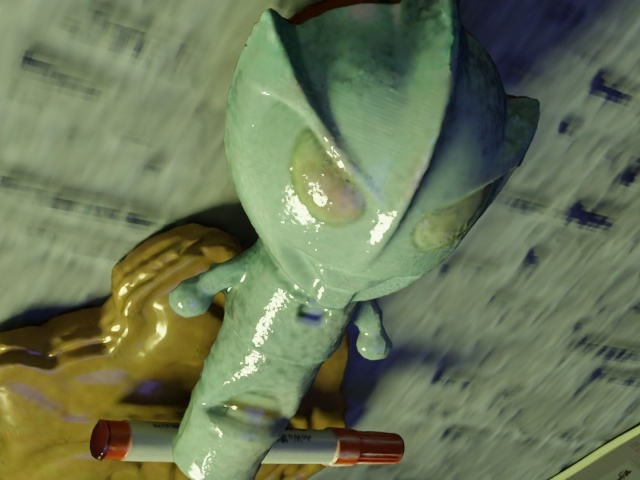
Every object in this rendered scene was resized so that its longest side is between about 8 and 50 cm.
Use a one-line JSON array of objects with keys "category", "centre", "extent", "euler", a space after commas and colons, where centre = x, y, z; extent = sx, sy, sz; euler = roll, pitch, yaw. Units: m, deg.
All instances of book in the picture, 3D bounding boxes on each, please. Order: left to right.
[{"category": "book", "centre": [0.272, 0.252, 0.977], "extent": [0.182, 0.014, 0.127], "euler": [-38, 135, 17]}]

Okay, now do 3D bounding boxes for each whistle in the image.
[{"category": "whistle", "centre": [0.001, -0.001, 0.518], "extent": [0.142, 0.133, 0.346], "euler": [-1, 131, -37]}]

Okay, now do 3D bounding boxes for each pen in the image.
[{"category": "pen", "centre": [-0.040, 0.138, 0.658], "extent": [0.239, 0.028, 0.028], "euler": [10, 129, -35]}]

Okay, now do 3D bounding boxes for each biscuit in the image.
[{"category": "biscuit", "centre": [-0.104, 0.138, 0.683], "extent": [0.269, 0.051, 0.376], "euler": [-5, 134, -20]}]
